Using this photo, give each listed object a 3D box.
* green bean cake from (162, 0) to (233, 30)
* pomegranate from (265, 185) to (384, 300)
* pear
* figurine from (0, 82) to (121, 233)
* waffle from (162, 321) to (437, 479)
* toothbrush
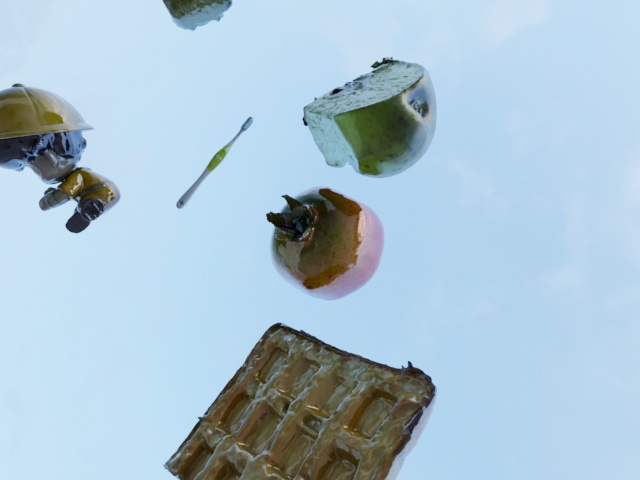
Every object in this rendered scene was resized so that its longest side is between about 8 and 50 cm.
[{"bbox_3d":[-0.167,-0.459,0.640,0.124,0.233,0.236,-3,-133,20],"label":"green bean cake"},{"bbox_3d":[0.000,0.000,0.838,0.220,0.256,0.221,-17,-122,29],"label":"pomegranate"},{"bbox_3d":[0.129,-0.221,0.817,0.238,0.164,0.255,-33,-150,-12],"label":"pear"},{"bbox_3d":[-0.470,-0.149,0.788,0.167,0.257,0.192,-48,-154,-21],"label":"figurine"},{"bbox_3d":[-0.033,0.280,0.646,0.348,0.078,0.304,9,-130,45],"label":"waffle"},{"bbox_3d":[-0.230,-0.173,0.973,0.263,0.022,0.026,-54,-170,-11],"label":"toothbrush"}]
